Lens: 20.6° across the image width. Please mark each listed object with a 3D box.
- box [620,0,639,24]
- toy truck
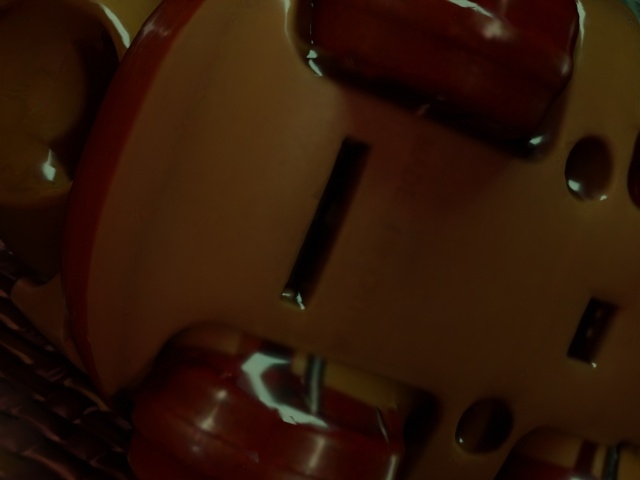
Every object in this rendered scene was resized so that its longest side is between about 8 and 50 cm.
[{"bbox_3d":[0.224,-0.076,1.079,0.373,0.090,0.367,21,23,-5],"label":"box"},{"bbox_3d":[0.011,-0.008,0.583,0.265,0.189,0.239,20,4,-31],"label":"toy truck"}]
